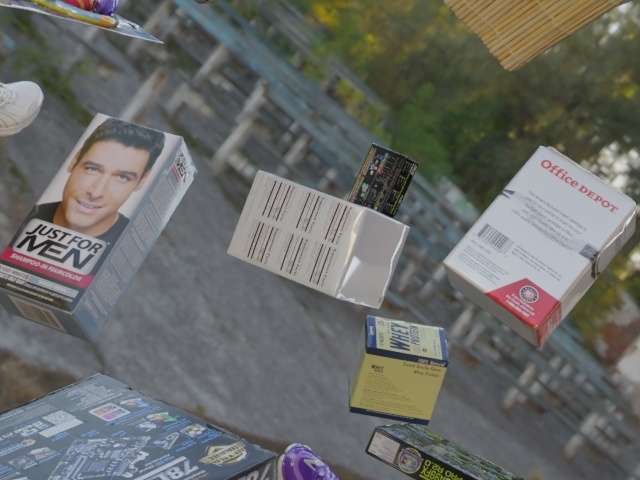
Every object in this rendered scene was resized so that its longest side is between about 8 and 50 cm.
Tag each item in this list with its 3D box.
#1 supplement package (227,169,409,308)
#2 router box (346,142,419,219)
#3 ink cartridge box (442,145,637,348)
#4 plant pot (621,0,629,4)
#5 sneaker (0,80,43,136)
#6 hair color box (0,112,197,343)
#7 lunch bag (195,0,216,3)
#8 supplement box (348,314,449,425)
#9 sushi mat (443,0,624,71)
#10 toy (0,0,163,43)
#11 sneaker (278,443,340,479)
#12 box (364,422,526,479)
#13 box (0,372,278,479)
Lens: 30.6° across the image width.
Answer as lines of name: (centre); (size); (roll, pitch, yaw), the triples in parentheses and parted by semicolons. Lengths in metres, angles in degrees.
supplement package: (0.000, 0.000, 1.886); (0.203, 0.149, 0.194); (21, 1, 26)
router box: (0.104, -0.096, 2.001); (0.038, 0.122, 0.092); (22, 4, -43)
ink cartridge box: (0.368, 0.008, 1.953); (0.197, 0.273, 0.114); (37, -10, 24)
plant pot: (0.579, -0.587, 2.207); (0.284, 0.284, 0.191); (39, -14, -23)
sneaker: (-0.553, -0.228, 1.907); (0.232, 0.115, 0.090); (-26, 55, -38)
hair color box: (-0.386, -0.028, 2.008); (0.185, 0.374, 0.113); (17, -28, 21)
lunch bag: (-0.149, -0.626, 2.179); (0.256, 0.305, 0.212); (62, 22, -27)
supplement box: (0.076, 0.129, 1.166); (0.083, 0.083, 0.056); (10, 30, -6)
sushi mat: (0.241, -0.280, 1.130); (0.151, 0.019, 0.316); (42, -35, -13)
toy: (-0.325, -0.315, 1.500); (0.237, 0.056, 0.137); (3, 24, -42)
sneaker: (0.018, 0.307, 1.395); (0.170, 0.068, 0.071); (49, -35, -12)
box: (0.249, 0.445, 2.303); (0.270, 0.060, 0.216); (24, 4, 25)
box: (-0.247, 0.250, 1.215); (0.293, 0.073, 0.295); (17, 24, 37)
